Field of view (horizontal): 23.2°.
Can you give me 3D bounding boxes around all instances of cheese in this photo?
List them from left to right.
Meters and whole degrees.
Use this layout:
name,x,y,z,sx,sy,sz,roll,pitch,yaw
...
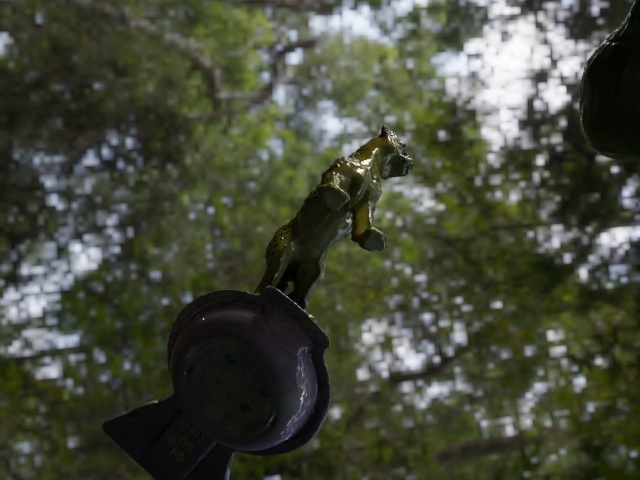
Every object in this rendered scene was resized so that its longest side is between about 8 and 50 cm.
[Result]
name,x,y,z,sx,sy,sz,roll,pitch,yaw
cheese,-0.055,0.094,0.912,0.105,0.042,0.191,42,-48,5

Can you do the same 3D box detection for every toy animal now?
name,x,y,z,sx,sy,sz,roll,pitch,yaw
toy animal,0.000,0.000,1.268,0.181,0.073,0.136,-55,-169,26

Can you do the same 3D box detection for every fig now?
name,x,y,z,sx,sy,sz,roll,pitch,yaw
fig,0.399,-0.221,1.899,0.203,0.203,0.235,16,-56,66
